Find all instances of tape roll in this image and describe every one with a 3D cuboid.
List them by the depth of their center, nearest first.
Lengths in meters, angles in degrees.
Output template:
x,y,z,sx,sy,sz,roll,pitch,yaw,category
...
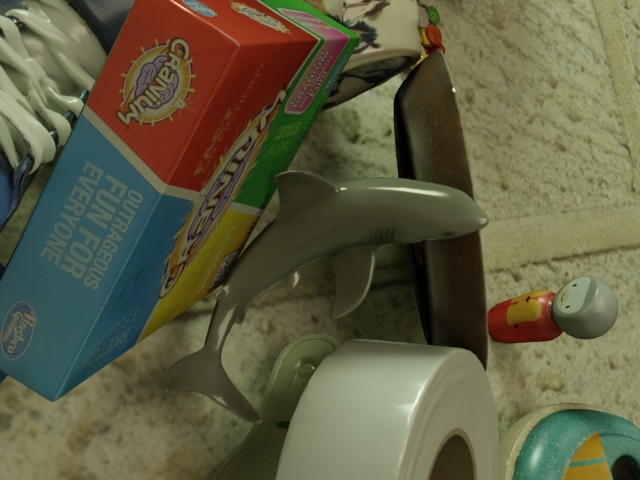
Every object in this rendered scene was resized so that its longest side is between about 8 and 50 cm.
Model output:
x,y,z,sx,sy,sz,roll,pitch,yaw,category
0.063,0.226,0.946,0.286,0.100,0.286,2,90,-65,tape roll

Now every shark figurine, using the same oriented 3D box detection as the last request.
x,y,z,sx,sy,sz,roll,pitch,yaw,category
-0.028,0.004,0.900,0.278,0.166,0.116,-37,142,-7,shark figurine

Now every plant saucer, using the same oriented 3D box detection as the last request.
x,y,z,sx,sy,sz,roll,pitch,yaw,category
0.108,-0.021,1.069,0.310,0.050,0.310,-9,90,-89,plant saucer

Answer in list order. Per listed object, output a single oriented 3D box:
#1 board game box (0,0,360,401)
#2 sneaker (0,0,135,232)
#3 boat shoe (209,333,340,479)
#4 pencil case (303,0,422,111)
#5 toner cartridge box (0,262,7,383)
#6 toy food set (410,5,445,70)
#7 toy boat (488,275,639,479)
x,y,z,sx,sy,sz,roll,pitch,yaw,category
-0.088,-0.048,0.775,0.064,0.242,0.316,32,17,6,board game box
-0.168,-0.118,0.693,0.130,0.236,0.323,53,3,-21,sneaker
-0.030,0.192,0.953,0.233,0.084,0.079,-61,145,-31,boat shoe
-0.029,-0.314,1.047,0.184,0.160,0.410,-14,88,-42,pencil case
-0.340,-0.015,0.701,0.348,0.075,0.165,53,48,-21,toner cartridge box
0.109,-0.226,1.262,0.083,0.020,0.082,-16,89,-46,toy food set
0.269,0.202,1.202,0.267,0.148,0.318,-4,81,-46,toy boat
